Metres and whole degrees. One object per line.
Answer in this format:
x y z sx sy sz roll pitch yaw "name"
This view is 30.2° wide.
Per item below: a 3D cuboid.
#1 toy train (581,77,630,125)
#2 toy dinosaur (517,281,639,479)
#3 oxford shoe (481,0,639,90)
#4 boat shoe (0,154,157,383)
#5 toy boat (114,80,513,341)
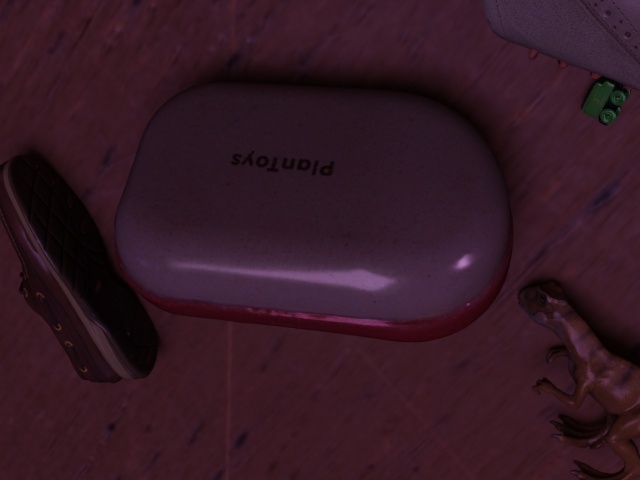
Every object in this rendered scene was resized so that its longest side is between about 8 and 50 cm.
0.172 -0.103 0.664 0.024 0.017 0.083 30 122 12 "toy train"
0.205 0.109 0.741 0.212 0.064 0.112 32 120 -3 "toy dinosaur"
0.173 -0.129 0.594 0.397 0.140 0.146 50 130 -4 "oxford shoe"
-0.179 0.027 0.807 0.060 0.064 0.178 -18 114 22 "boat shoe"
0.000 0.000 0.717 0.231 0.151 0.151 6 149 14 "toy boat"
